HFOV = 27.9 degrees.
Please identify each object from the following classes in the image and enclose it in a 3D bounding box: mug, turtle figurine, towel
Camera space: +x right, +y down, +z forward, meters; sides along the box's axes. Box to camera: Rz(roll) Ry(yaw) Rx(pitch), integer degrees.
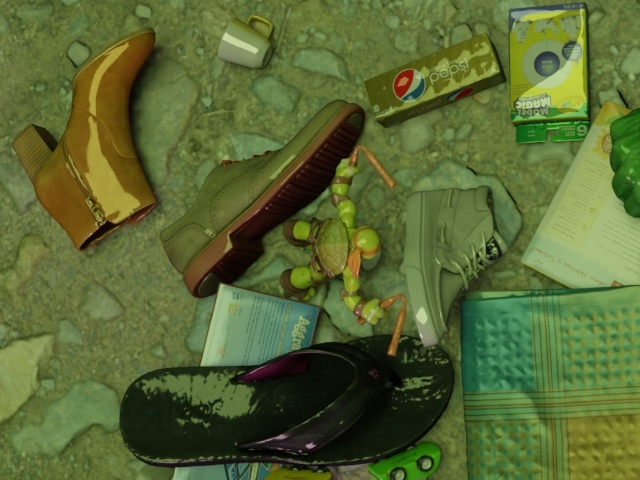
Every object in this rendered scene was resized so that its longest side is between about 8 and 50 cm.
[{"bbox_3d":[-0.100,-0.281,1.827,0.064,0.062,0.078,25,98,10],"label":"mug"},{"bbox_3d":[0.021,0.024,1.672,0.217,0.087,0.270,-17,83,59],"label":"turtle figurine"},{"bbox_3d":[0.315,0.241,1.627,0.271,0.040,0.370,-2,92,19],"label":"towel"}]

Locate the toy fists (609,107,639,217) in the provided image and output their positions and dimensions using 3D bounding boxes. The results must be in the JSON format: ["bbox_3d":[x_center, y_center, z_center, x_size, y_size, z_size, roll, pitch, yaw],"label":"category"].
[{"bbox_3d":[0.439,-0.034,1.550,0.142,0.096,0.279,-20,80,-18],"label":"toy fists"}]

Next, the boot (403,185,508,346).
[{"bbox_3d":[0.175,0.020,1.636,0.123,0.095,0.258,-11,44,13],"label":"boot"}]

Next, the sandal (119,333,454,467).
[{"bbox_3d":[-0.042,0.213,1.672,0.445,0.107,0.168,-9,67,-1],"label":"sandal"}]

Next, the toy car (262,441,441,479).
[{"bbox_3d":[0.058,0.325,1.666,0.225,0.239,0.053,-19,106,-18],"label":"toy car"}]

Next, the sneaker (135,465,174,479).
[{"bbox_3d":[-0.180,0.413,1.756,0.240,0.091,0.126,34,115,35],"label":"sneaker"}]

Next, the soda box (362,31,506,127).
[{"bbox_3d":[0.154,-0.215,1.740,0.181,0.058,0.061,-20,78,14],"label":"soda box"}]

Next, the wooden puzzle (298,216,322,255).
[{"bbox_3d":[0.000,0.000,1.790,0.083,0.006,0.049,29,93,18],"label":"wooden puzzle"}]

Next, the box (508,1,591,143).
[{"bbox_3d":[0.303,-0.220,1.703,0.105,0.043,0.179,-3,85,17],"label":"box"}]

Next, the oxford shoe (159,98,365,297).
[{"bbox_3d":[-0.089,-0.082,1.770,0.348,0.123,0.130,-44,68,7],"label":"oxford shoe"}]

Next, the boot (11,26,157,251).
[{"bbox_3d":[-0.292,-0.141,1.857,0.295,0.104,0.211,-42,79,14],"label":"boot"}]

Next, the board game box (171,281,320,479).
[{"bbox_3d":[-0.102,0.210,1.763,0.145,0.027,0.281,14,88,-2],"label":"board game box"}]

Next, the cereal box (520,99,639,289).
[{"bbox_3d":[0.388,-0.036,1.651,0.173,0.047,0.240,29,93,16],"label":"cereal box"}]
